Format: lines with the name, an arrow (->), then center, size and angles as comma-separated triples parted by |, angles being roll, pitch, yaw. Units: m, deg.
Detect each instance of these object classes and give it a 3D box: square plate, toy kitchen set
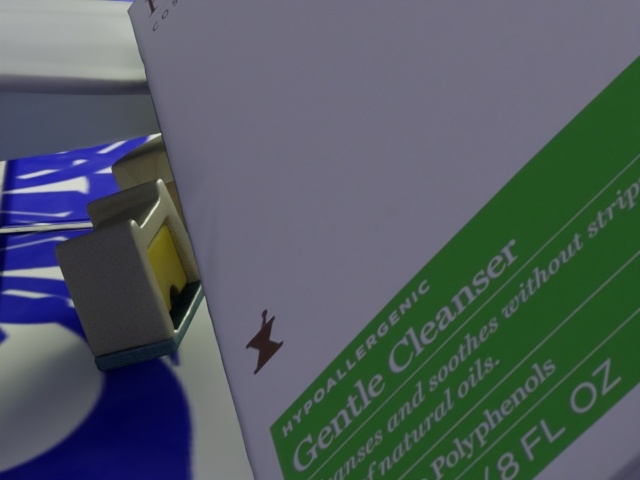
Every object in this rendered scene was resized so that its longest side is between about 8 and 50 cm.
square plate -> -0.204, -0.064, 0.784 | 0.344, 0.049, 0.347 | -7, 0, 35
toy kitchen set -> 0.000, 0.000, 0.842 | 0.207, 0.122, 0.166 | -18, 18, 14

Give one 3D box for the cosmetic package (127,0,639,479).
cosmetic package -> 0.073, -0.018, 0.552 | 0.155, 0.197, 0.365 | 30, 22, -33
